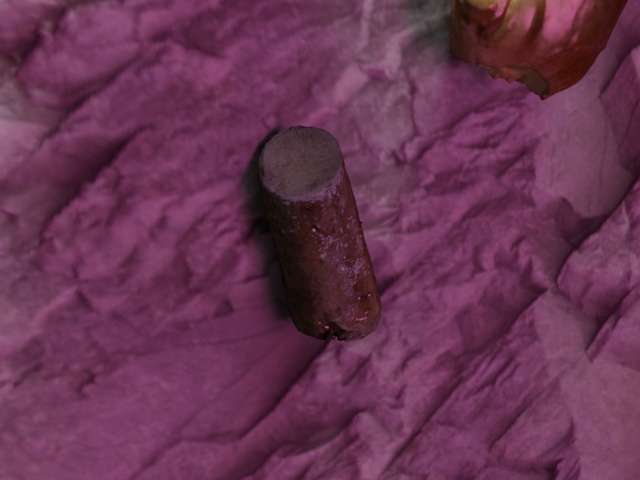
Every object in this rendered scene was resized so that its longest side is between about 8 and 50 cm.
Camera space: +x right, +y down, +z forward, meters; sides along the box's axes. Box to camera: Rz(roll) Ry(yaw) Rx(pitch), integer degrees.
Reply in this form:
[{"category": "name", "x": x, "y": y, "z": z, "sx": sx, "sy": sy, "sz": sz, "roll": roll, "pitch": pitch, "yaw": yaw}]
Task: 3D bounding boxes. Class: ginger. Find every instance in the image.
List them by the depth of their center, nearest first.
[{"category": "ginger", "x": 0.185, "y": -0.244, "z": 1.492, "sx": 0.221, "sy": 0.130, "sz": 0.275, "roll": -28, "pitch": 123, "yaw": -34}]

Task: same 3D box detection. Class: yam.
[{"category": "yam", "x": 0.000, "y": 0.000, "z": 1.398, "sx": 0.078, "sy": 0.078, "sz": 0.179, "roll": -44, "pitch": 139, "yaw": -33}]
